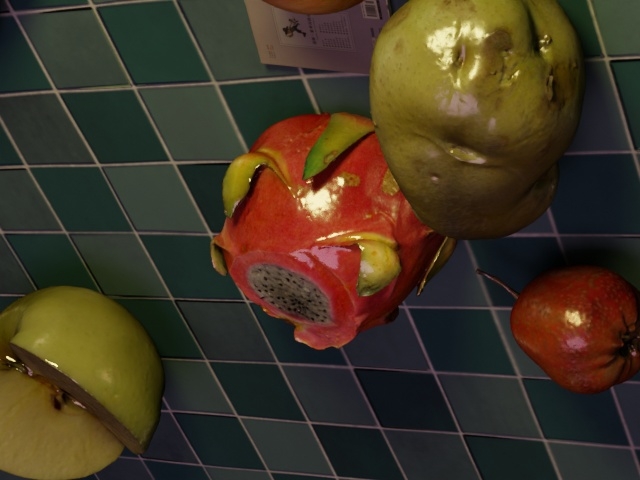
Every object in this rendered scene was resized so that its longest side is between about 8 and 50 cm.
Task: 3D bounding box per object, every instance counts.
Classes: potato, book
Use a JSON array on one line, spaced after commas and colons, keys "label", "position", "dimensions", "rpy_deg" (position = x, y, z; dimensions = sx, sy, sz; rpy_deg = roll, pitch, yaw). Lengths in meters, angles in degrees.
[{"label": "potato", "position": [0.166, -0.124, 1.674], "dimensions": [0.202, 0.218, 0.351], "rpy_deg": [41, 150, 29]}, {"label": "book", "position": [0.000, -0.243, 1.805], "dimensions": [0.182, 0.014, 0.127], "rpy_deg": [9, 136, 24]}]

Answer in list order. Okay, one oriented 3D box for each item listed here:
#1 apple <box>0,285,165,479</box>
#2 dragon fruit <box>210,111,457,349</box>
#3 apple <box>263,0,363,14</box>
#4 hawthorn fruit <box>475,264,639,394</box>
[{"label": "apple", "position": [-0.364, 0.197, 2.326], "dimensions": [0.258, 0.233, 0.295], "rpy_deg": [32, 133, -25]}, {"label": "dragon fruit", "position": [0.000, 0.000, 1.925], "dimensions": [0.291, 0.189, 0.290], "rpy_deg": [16, 138, 15]}, {"label": "apple", "position": [-0.013, -0.312, 1.616], "dimensions": [0.199, 0.199, 0.199], "rpy_deg": [17, 139, 15]}, {"label": "hawthorn fruit", "position": [0.287, 0.093, 1.900], "dimensions": [0.203, 0.162, 0.162], "rpy_deg": [24, 146, 43]}]
